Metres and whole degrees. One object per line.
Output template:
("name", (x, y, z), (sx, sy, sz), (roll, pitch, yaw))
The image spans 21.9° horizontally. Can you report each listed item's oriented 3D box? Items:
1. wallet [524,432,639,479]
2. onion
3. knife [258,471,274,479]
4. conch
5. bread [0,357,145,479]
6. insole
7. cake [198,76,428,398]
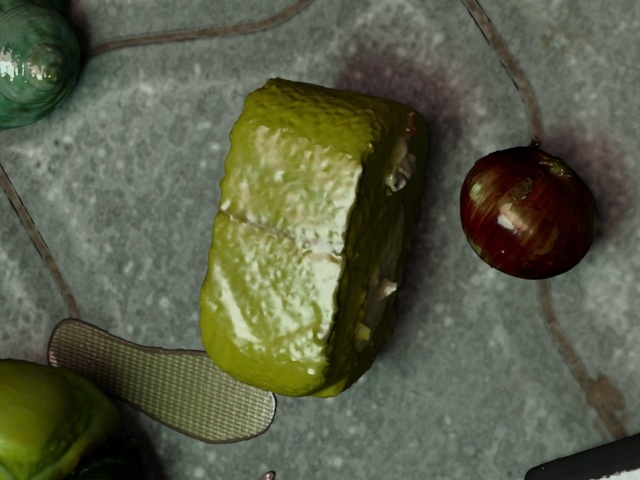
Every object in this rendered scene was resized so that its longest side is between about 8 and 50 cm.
("wallet", (0.299, 0.220, 1.345), (0.250, 0.044, 0.149), (-21, 88, 24))
("onion", (0.172, -0.021, 1.344), (0.118, 0.117, 0.118), (-176, 90, -65))
("knife", (-0.091, 0.325, 1.546), (0.035, 0.018, 0.247), (24, 100, 25))
("conch", (-0.302, -0.195, 1.556), (0.188, 0.122, 0.176), (42, 85, 13))
("bread", (-0.342, 0.256, 1.540), (0.376, 0.251, 0.208), (-38, 61, 24))
("insole", (-0.156, 0.134, 1.569), (0.253, 0.005, 0.086), (15, 99, 23))
("cake", (0.000, 0.000, 1.396), (0.156, 0.179, 0.260), (18, 103, 24))
